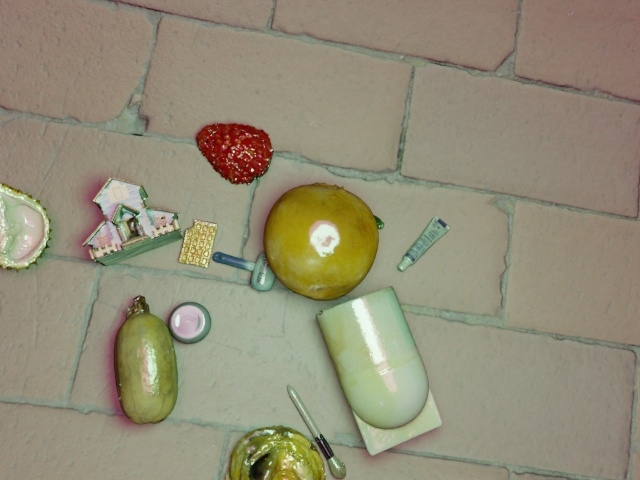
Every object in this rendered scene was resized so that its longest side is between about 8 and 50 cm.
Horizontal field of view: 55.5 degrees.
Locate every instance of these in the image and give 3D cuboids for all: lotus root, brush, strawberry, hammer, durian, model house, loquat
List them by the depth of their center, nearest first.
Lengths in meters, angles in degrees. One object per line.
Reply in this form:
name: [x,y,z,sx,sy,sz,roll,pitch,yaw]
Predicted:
lotus root: [-0.470,0.314,1.612,0.152,0.169,0.342,0,77,-50]
durian: [-0.839,-0.034,1.645,0.183,0.138,0.249,-10,90,-40]
loquat: [0.000,0.000,1.667,0.329,0.328,0.328,2,79,-8]
model house: [-0.533,-0.071,1.677,0.271,0.178,0.206,-20,81,-8]
brush: [-0.012,0.534,1.705,0.042,0.039,0.299,-34,82,26]
hammer: [-0.219,0.073,1.752,0.194,0.069,0.116,16,78,3]
strawberry: [-0.255,-0.275,1.783,0.237,0.111,0.190,25,79,-2]

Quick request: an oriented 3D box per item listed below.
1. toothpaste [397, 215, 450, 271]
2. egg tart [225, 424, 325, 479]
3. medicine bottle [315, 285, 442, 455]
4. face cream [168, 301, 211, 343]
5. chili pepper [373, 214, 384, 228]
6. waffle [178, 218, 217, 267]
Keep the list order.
toothpaste: [0.309,0.015,1.848,0.062,0.037,0.216,43,73,2]
egg tart: [-0.118,0.649,1.626,0.297,0.132,0.296,1,84,-12]
medicine bottle: [0.162,0.350,1.660,0.236,0.236,0.405,-19,82,-11]
face cream: [-0.361,0.226,1.675,0.117,0.104,0.117,1,80,-7]
chili pepper: [0.135,-0.058,1.838,0.118,0.035,0.055,-3,63,-13]
waffle: [-0.354,0.007,1.760,0.092,0.021,0.134,10,78,-6]
